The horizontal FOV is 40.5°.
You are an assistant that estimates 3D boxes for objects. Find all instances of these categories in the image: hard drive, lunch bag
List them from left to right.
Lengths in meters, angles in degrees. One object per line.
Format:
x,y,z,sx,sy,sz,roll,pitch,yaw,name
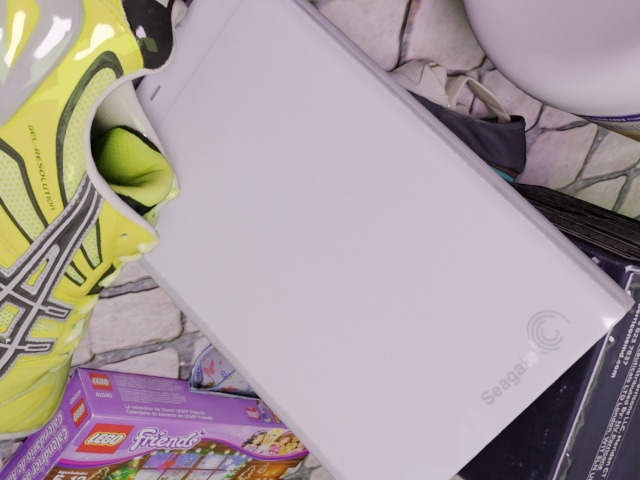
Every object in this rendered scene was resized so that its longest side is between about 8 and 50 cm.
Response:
-0.073,0.123,0.819,0.083,0.053,0.071,-40,142,26,lunch bag
0.000,0.000,0.530,0.203,0.307,0.040,-51,164,24,hard drive

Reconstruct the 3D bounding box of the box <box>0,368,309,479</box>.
-0.159,0.226,0.870,0.293,0.057,0.201,16,122,-44,box

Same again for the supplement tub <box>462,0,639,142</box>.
0.279,-0.169,0.575,0.331,0.241,0.241,10,127,-41,supplement tub

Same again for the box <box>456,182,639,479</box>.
0.175,0.061,0.686,0.294,0.296,0.182,6,106,-39,box

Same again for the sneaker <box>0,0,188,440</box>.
-0.166,0.003,0.510,0.147,0.145,0.384,12,135,-3,sneaker

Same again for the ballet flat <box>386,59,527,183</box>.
0.089,-0.100,0.674,0.203,0.074,0.074,14,124,-36,ballet flat
